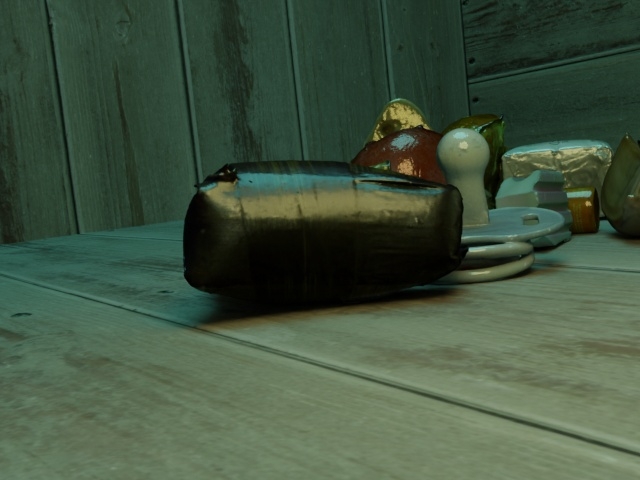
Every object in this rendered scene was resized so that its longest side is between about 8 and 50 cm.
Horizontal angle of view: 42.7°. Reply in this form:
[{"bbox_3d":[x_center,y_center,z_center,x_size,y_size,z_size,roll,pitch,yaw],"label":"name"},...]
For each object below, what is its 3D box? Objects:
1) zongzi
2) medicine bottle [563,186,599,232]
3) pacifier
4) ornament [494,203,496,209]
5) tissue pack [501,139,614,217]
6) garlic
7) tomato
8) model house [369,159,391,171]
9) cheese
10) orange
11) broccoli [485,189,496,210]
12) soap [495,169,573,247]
[{"bbox_3d":[0.000,0.000,1.274,0.403,0.208,0.432,-1,-7,-5],"label":"zongzi"},{"bbox_3d":[0.483,-0.060,1.724,0.191,0.096,0.096,-2,7,27],"label":"medicine bottle"},{"bbox_3d":[0.235,-0.063,1.315,0.299,0.233,0.244,-6,8,13],"label":"pacifier"},{"bbox_3d":[0.415,-0.118,2.460,0.260,0.106,0.251,-13,-6,32],"label":"ornament"},{"bbox_3d":[0.610,-0.157,2.080,0.266,0.194,0.356,-3,6,18],"label":"tissue pack"},{"bbox_3d":[0.588,-0.095,1.514,0.151,0.196,0.338,-21,3,20],"label":"garlic"},{"bbox_3d":[0.189,-0.110,1.779,0.264,0.265,0.265,-6,6,1],"label":"tomato"},{"bbox_3d":[0.034,-0.045,1.572,0.234,0.193,0.175,-8,6,4],"label":"model house"},{"bbox_3d":[0.210,-0.159,2.297,0.383,0.384,0.104,-5,0,5],"label":"cheese"},{"bbox_3d":[0.381,-0.180,2.056,0.196,0.263,0.334,-10,16,14],"label":"orange"},{"bbox_3d":[0.305,-0.045,1.642,0.130,0.120,0.131,8,31,-29],"label":"broccoli"},{"bbox_3d":[0.408,-0.057,1.571,0.091,0.145,0.230,-13,-4,31],"label":"soap"}]
